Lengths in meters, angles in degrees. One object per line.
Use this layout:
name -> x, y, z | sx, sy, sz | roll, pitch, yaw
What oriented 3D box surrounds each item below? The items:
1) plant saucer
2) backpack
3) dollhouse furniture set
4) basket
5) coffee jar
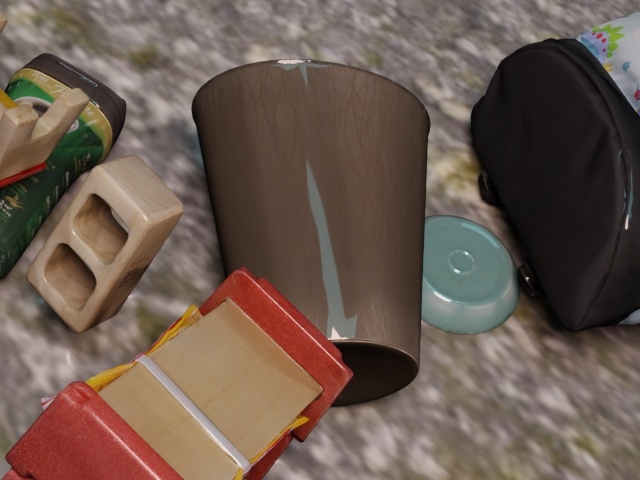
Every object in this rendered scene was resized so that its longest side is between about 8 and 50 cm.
plant saucer -> 0.117, 0.023, 0.978 | 0.119, 0.021, 0.119 | 7, 56, -11
backpack -> 0.353, -0.065, 0.987 | 0.356, 0.273, 0.290 | 12, 40, -24
dollhouse furniture set -> -0.182, 0.042, 0.738 | 0.374, 0.152, 0.201 | 44, 33, 8
basket -> 0.000, 0.000, 0.883 | 0.204, 0.154, 0.226 | 12, 57, -26
coffee jar -> -0.233, -0.062, 0.897 | 0.096, 0.079, 0.184 | 31, 55, 3
